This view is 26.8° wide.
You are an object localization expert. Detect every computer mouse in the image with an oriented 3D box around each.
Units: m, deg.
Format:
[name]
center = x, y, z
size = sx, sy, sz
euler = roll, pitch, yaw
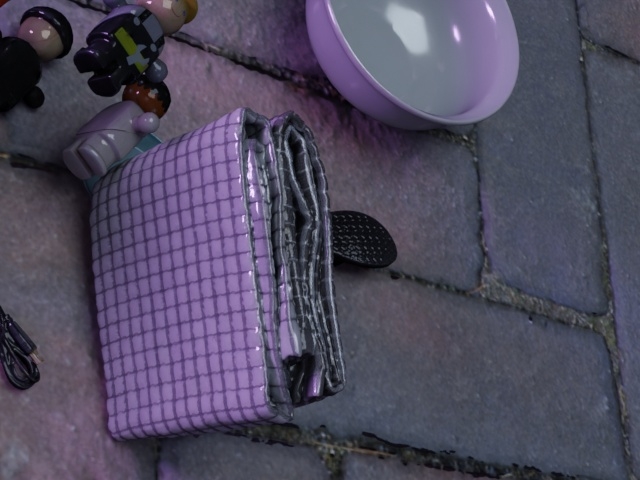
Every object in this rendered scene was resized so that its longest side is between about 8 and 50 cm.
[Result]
[computer mouse]
center = -0.332, 0.127, 1.184
size = 0.106, 0.042, 0.193
euler = 55, 42, -9

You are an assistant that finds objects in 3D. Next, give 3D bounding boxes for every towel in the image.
[towel]
center = -0.095, 0.041, 1.265
size = 0.121, 0.235, 0.283
euler = 4, 74, -48

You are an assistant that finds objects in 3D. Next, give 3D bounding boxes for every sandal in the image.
[sandal]
center = 0.000, 0.000, 1.508
size = 0.179, 0.040, 0.067
euler = 7, 59, -20

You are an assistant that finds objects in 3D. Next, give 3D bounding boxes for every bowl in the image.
[bowl]
center = 0.088, -0.249, 1.627
size = 0.298, 0.134, 0.298
euler = 17, 60, -31

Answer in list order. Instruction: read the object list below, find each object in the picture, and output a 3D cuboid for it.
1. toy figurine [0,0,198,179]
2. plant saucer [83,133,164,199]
[toy figurine]
center = -0.234, -0.187, 1.282
size = 0.209, 0.213, 0.148
euler = 28, 52, 10
[plant saucer]
center = -0.199, -0.064, 1.391
size = 0.119, 0.021, 0.119
euler = 17, 59, -32
